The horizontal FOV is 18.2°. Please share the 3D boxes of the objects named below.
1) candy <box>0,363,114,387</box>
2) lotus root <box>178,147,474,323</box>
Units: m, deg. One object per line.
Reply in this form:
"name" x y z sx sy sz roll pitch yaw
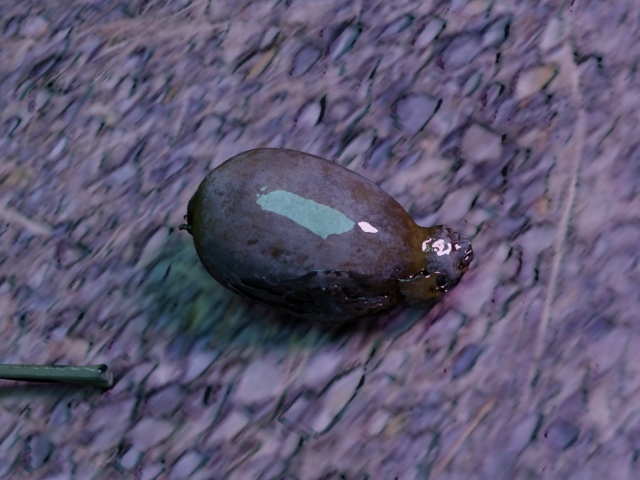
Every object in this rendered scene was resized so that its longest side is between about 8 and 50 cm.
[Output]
"candy" -0.243 0.074 1.142 0.262 0.073 0.077 2 76 14
"lotus root" -0.001 0.001 1.078 0.165 0.088 0.088 16 64 19
